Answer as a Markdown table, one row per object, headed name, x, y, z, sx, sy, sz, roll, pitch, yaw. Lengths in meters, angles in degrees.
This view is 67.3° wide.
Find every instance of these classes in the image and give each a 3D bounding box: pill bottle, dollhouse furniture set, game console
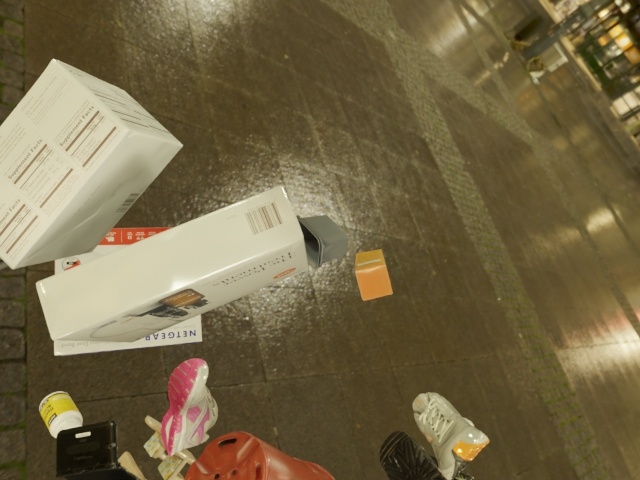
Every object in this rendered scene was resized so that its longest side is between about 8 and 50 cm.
| name | x | y | z | sx | sy | sz | roll | pitch | yaw |
| --- | --- | --- | --- | --- | --- | --- | --- | --- | --- |
| pill bottle | -0.552 | 0.382 | 1.032 | 0.116 | 0.065 | 0.065 | 27 | 17 | 40 |
| dollhouse furniture set | -0.544 | 0.723 | 1.340 | 0.362 | 0.394 | 0.256 | -51 | 126 | -19 |
| game console | -0.364 | 0.358 | 0.794 | 0.071 | 0.122 | 0.107 | 36 | 41 | -64 |

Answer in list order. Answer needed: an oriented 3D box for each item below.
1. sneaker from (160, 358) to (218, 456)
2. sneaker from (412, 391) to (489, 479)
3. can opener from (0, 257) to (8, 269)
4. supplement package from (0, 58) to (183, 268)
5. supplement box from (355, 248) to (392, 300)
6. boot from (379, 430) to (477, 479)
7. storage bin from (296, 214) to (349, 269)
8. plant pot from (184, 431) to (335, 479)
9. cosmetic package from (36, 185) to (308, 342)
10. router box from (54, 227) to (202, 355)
| name | x | y | z | sx | sy | sz | roll | pitch | yaw |
| --- | --- | --- | --- | --- | --- | --- | --- | --- | --- |
| sneaker | -0.298 | 0.386 | 1.140 | 0.111 | 0.252 | 0.103 | 3 | 25 | -38 |
| sneaker | 0.211 | 0.330 | 0.850 | 0.121 | 0.099 | 0.262 | 45 | -4 | 16 |
| can opener | -0.758 | -0.016 | 1.295 | 0.093 | 0.074 | 0.280 | 41 | 56 | 19 |
| supplement package | -0.383 | -0.111 | 0.751 | 0.145 | 0.262 | 0.204 | 44 | 7 | 0 |
| supplement box | 0.133 | 0.081 | 1.225 | 0.233 | 0.080 | 0.078 | -71 | 146 | -81 |
| boot | 0.295 | 0.603 | 1.084 | 0.260 | 0.131 | 0.348 | 42 | 7 | -21 |
| storage bin | 0.000 | 0.000 | 1.117 | 0.091 | 0.098 | 0.135 | -13 | 37 | -27 |
| plant pot | -0.127 | 0.540 | 0.980 | 0.265 | 0.272 | 0.272 | 55 | 29 | -37 |
| cosmetic package | -0.210 | 0.058 | 0.813 | 0.284 | 0.377 | 0.098 | 90 | -23 | -79 |
| router box | -0.478 | 0.122 | 1.214 | 0.335 | 0.082 | 0.301 | -2 | 77 | -22 |
